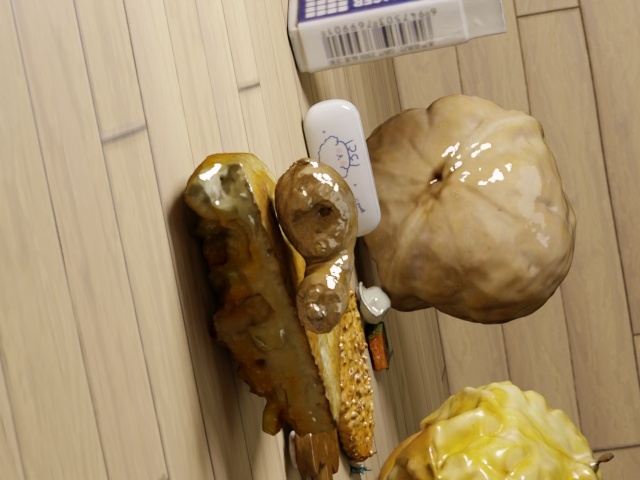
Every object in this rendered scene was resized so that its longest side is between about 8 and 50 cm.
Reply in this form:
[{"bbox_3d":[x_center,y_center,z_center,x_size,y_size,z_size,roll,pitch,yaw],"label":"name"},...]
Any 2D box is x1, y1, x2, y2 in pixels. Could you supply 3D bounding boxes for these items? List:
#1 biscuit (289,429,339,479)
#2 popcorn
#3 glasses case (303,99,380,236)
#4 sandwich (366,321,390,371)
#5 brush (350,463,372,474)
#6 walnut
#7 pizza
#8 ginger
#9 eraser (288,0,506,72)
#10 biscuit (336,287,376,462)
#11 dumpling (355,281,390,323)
[{"bbox_3d":[-0.008,0.203,1.721,0.205,0.031,0.138,51,31,-73],"label":"biscuit"},{"bbox_3d":[0.227,0.384,2.281,0.349,0.381,0.349,31,30,-20],"label":"popcorn"},{"bbox_3d":[0.029,-0.093,2.149,0.049,0.076,0.197,-88,167,-62],"label":"glasses case"},{"bbox_3d":[0.088,0.159,2.452,0.069,0.026,0.101,-89,168,-55],"label":"sandwich"},{"bbox_3d":[0.052,0.293,2.091,0.083,0.016,0.013,44,50,-76],"label":"brush"},{"bbox_3d":[0.212,-0.041,2.453,0.381,0.381,0.381,-9,90,-82],"label":"walnut"},{"bbox_3d":[-0.051,0.012,1.463,0.268,0.087,0.257,-83,157,-66],"label":"pizza"},{"bbox_3d":[-0.001,-0.006,1.338,0.096,0.067,0.165,78,4,-48],"label":"ginger"},{"bbox_3d":[0.100,-0.304,2.157,0.124,0.279,0.081,-90,167,-53],"label":"eraser"},{"bbox_3d":[0.036,0.156,2.066,0.254,0.035,0.254,-10,90,-81],"label":"biscuit"},{"bbox_3d":[0.071,0.091,2.383,0.076,0.057,0.052,-43,167,-50],"label":"dumpling"}]
